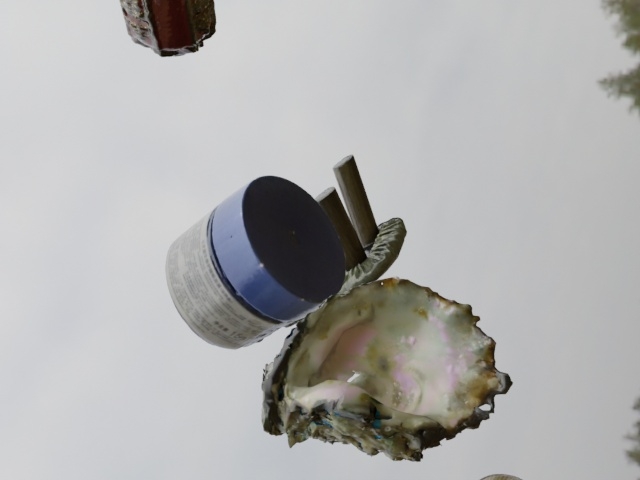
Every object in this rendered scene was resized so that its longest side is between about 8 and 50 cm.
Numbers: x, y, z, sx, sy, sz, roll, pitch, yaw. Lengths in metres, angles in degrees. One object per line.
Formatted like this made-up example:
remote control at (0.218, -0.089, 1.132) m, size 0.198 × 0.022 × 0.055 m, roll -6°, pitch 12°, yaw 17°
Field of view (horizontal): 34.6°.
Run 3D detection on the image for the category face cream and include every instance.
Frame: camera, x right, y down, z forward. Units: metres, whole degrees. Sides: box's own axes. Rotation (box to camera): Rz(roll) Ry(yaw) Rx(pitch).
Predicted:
face cream at (-0.117, 0.042, 1.800) m, size 0.249 × 0.225 × 0.249 m, roll 32°, pitch -138°, yaw -34°

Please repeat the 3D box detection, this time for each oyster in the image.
oyster at (0.061, 0.143, 1.085) m, size 0.260 × 0.198 × 0.092 m, roll -19°, pitch -31°, yaw -23°

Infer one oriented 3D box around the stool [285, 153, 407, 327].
stool at (0.000, 0.000, 2.280) m, size 0.226 × 0.310 × 0.310 m, roll 54°, pitch -156°, yaw -13°

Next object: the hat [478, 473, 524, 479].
hat at (0.303, 0.499, 1.737) m, size 0.082 × 0.193 × 0.193 m, roll -13°, pitch -64°, yaw -46°

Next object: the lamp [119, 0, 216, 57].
lamp at (-0.258, -0.429, 1.686) m, size 0.274 × 0.177 × 0.177 m, roll 84°, pitch -153°, yaw -57°
